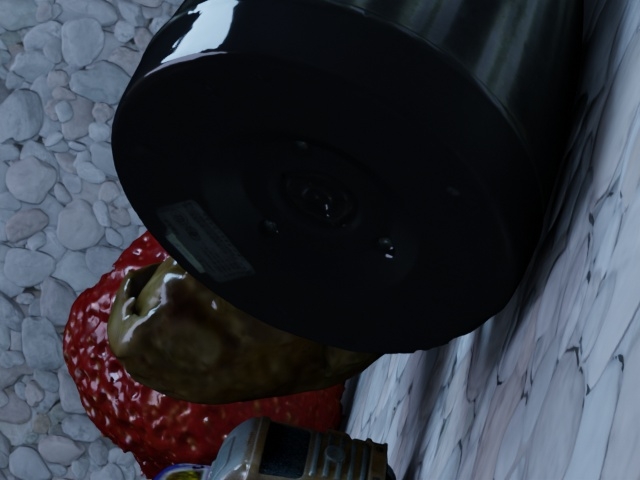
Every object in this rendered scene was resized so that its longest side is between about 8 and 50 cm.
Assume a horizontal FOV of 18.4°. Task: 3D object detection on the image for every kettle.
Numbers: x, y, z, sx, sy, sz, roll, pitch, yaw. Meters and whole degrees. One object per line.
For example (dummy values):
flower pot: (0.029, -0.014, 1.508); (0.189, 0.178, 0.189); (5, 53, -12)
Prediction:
kettle: (0.056, -0.095, 0.995); (0.207, 0.251, 0.271); (-21, 34, 46)

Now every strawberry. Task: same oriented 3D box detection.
strawberry: (-0.084, 0.119, 1.747); (0.277, 0.257, 0.257); (58, 139, 44)

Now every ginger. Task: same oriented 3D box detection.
ginger: (0.000, 0.000, 1.235); (0.321, 0.172, 0.165); (-47, -41, -57)

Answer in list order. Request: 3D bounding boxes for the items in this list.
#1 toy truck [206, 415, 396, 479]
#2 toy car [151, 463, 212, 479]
toy truck: (-0.051, 0.228, 1.171); (0.108, 0.140, 0.257); (-77, 5, -71)
toy car: (-0.087, 0.273, 1.482); (0.235, 0.158, 0.172); (-78, 6, -74)
